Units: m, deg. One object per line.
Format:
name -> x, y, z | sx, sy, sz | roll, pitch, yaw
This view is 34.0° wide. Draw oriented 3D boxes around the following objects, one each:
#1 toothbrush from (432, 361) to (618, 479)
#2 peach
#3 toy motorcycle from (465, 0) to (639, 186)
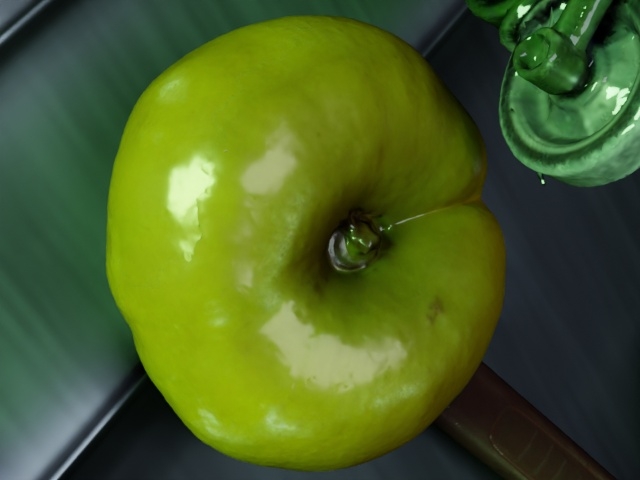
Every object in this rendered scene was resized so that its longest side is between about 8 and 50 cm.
toothbrush -> 0.173, 0.166, 0.590 | 0.364, 0.041, 0.040 | 41, 67, -30
peach -> 0.000, 0.000, 0.415 | 0.179, 0.103, 0.179 | 0, 90, -39
toy motorcycle -> 0.043, -0.160, 0.389 | 0.205, 0.127, 0.275 | 18, 39, -37
